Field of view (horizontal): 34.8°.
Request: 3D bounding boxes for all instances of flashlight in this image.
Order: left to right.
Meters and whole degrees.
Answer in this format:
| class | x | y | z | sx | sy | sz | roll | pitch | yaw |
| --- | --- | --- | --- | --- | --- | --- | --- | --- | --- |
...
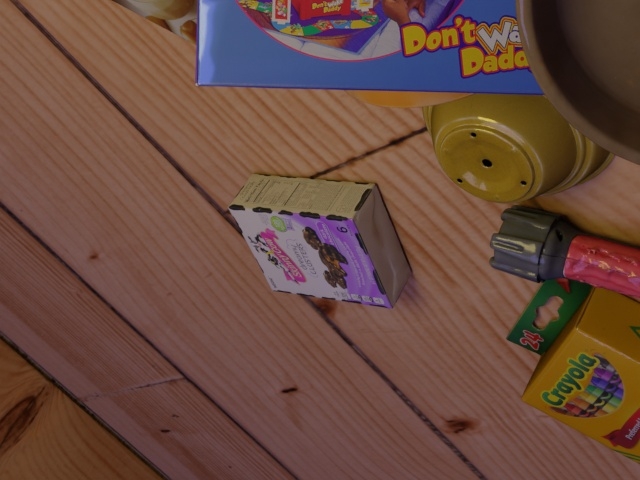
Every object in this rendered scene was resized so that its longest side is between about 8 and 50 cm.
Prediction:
| class | x | y | z | sx | sy | sz | roll | pitch | yaw |
| --- | --- | --- | --- | --- | --- | --- | --- | --- | --- |
| flashlight | 0.330 | 0.037 | 1.071 | 0.304 | 0.103 | 0.103 | 17 | 145 | 22 |

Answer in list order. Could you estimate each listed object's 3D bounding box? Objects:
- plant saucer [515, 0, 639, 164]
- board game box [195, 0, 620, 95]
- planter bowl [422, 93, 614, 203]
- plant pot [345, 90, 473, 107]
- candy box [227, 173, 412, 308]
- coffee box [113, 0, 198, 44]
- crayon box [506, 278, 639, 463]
| class | x | y | z | sx | sy | sz | roll | pitch | yaw |
| --- | --- | --- | --- | --- | --- | --- | --- | --- | --- |
| plant saucer | 0.263 | -0.162 | 0.635 | 0.278 | 0.041 | 0.277 | 6 | 128 | 8 |
| board game box | 0.089 | -0.223 | 0.698 | 0.347 | 0.078 | 0.233 | 1 | 114 | -6 |
| planter bowl | 0.182 | -0.103 | 1.028 | 0.217 | 0.090 | 0.217 | 22 | 145 | 17 |
| plant pot | 0.076 | -0.244 | 0.827 | 0.205 | 0.205 | 0.188 | 7 | 140 | 34 |
| candy box | 0.000 | 0.000 | 1.330 | 0.196 | 0.070 | 0.164 | 6 | 139 | 34 |
| coffee box | -0.168 | -0.309 | 1.048 | 0.247 | 0.098 | 0.141 | 28 | 146 | 7 |
| crayon box | 0.380 | 0.175 | 1.227 | 0.319 | 0.081 | 0.202 | 28 | 147 | 9 |
